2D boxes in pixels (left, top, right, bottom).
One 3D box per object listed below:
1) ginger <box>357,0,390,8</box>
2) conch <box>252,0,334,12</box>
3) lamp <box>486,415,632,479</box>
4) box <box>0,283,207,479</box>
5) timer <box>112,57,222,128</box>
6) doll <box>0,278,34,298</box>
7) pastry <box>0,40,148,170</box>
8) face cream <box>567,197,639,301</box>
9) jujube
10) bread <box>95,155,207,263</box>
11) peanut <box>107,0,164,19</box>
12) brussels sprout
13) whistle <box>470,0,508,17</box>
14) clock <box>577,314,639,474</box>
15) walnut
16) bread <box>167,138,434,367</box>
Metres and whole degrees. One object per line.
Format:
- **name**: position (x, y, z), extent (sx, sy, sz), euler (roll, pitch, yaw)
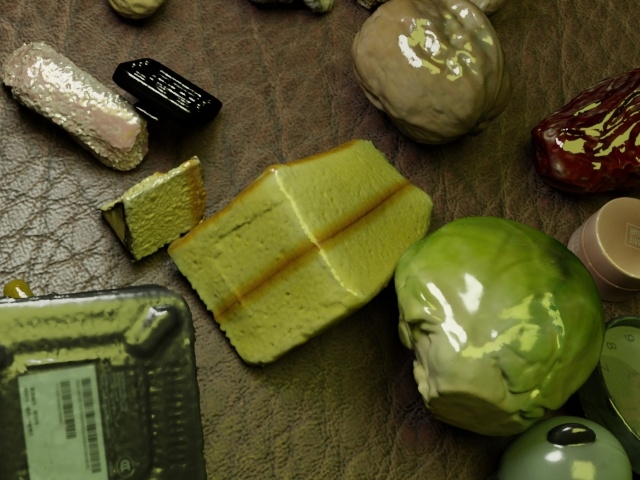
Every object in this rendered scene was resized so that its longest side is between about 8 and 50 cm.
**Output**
- **ginger**: position (0.094, -0.521, 1.830), extent (0.123, 0.270, 0.218), euler (15, 99, -40)
- **conch**: position (-0.063, -0.475, 1.761), extent (0.245, 0.163, 0.178), euler (31, 74, -35)
- **lamp**: position (0.367, 0.359, 1.481), extent (0.244, 0.198, 0.197), euler (36, 60, -16)
- **box**: position (-0.320, 0.241, 1.315), extent (0.350, 0.091, 0.359), euler (-6, 91, -21)
- **timer**: position (-0.234, -0.222, 1.588), extent (0.144, 0.187, 0.055), euler (33, 105, -1)
- **doll**: position (-0.408, 0.147, 1.395), extent (0.137, 0.097, 0.209), euler (-22, 69, -19)
- **pastry**: position (-0.373, -0.212, 1.562), extent (0.265, 0.112, 0.103), euler (34, 81, 4)
- **face cream**: position (0.497, 0.016, 1.721), extent (0.149, 0.104, 0.149), euler (7, 64, -14)
- **jujube**: position (0.524, -0.182, 1.781), extent (0.342, 0.216, 0.216), euler (-17, 72, -17)
- **bread**: position (-0.240, -0.063, 1.516), extent (0.147, 0.152, 0.127), euler (-30, 67, -27)
- **peanut**: position (-0.311, -0.464, 1.705), extent (0.120, 0.110, 0.236), euler (-16, 63, 0)
- **brussels sprout**: position (0.249, 0.124, 1.506), extent (0.344, 0.268, 0.344), euler (3, 50, -4)
- **whistle**: position (0.300, -0.517, 1.886), extent (0.189, 0.189, 0.348), euler (42, 50, 5)
- **clock**: position (0.517, 0.241, 1.603), extent (0.281, 0.055, 0.280), euler (18, 47, -21)
- **walnut**: position (0.184, -0.285, 1.700), extent (0.273, 0.227, 0.273), euler (5, 61, -10)
- **bread**: position (0.000, 0.000, 1.598), extent (0.233, 0.245, 0.362), euler (56, 31, 2)
